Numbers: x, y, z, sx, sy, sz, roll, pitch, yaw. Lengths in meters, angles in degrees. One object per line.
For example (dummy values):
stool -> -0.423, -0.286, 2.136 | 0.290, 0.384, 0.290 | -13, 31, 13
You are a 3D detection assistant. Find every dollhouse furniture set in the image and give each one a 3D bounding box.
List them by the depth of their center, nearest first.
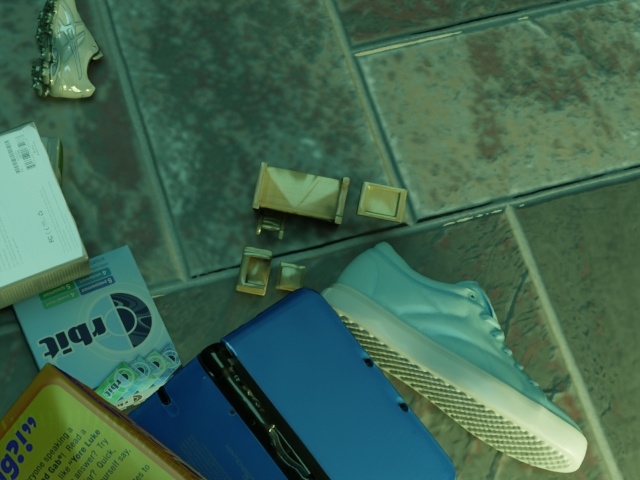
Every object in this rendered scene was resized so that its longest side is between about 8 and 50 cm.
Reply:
dollhouse furniture set -> 0.000, 0.000, 1.947 | 0.182, 0.101, 0.161 | 11, 89, -1

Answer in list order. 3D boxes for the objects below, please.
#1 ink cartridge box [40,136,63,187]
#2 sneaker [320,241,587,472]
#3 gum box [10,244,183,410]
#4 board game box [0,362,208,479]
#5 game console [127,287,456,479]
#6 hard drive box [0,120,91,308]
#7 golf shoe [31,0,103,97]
ink cartridge box -> -0.424, -0.068, 1.930 | 0.209, 0.062, 0.109 | 1, 66, -5
sneaker -> 0.178, 0.123, 1.863 | 0.366, 0.135, 0.150 | 35, 71, 10
gum box -> -0.266, 0.115, 1.871 | 0.157, 0.041, 0.184 | -21, 69, -15
board game box -> -0.206, 0.388, 1.533 | 0.356, 0.356, 0.356 | 37, 82, 11
game console -> -0.039, 0.246, 1.799 | 0.250, 0.173, 0.293 | -41, 82, 20
hard drive box -> -0.407, -0.009, 1.830 | 0.232, 0.089, 0.181 | -21, 79, -11
golf shoe -> -0.324, -0.259, 2.042 | 0.086, 0.069, 0.176 | 12, 65, -23
